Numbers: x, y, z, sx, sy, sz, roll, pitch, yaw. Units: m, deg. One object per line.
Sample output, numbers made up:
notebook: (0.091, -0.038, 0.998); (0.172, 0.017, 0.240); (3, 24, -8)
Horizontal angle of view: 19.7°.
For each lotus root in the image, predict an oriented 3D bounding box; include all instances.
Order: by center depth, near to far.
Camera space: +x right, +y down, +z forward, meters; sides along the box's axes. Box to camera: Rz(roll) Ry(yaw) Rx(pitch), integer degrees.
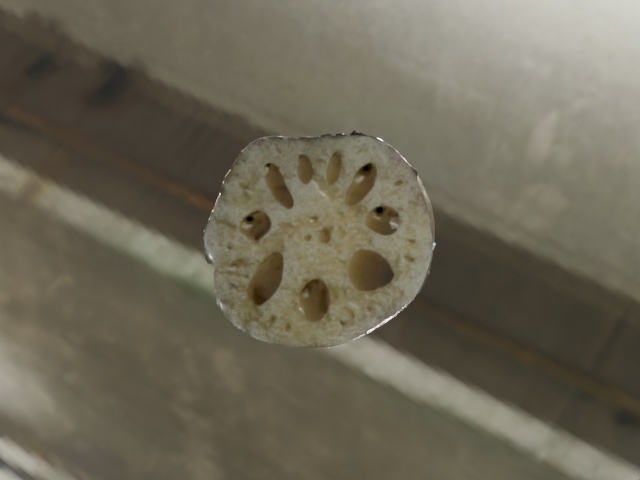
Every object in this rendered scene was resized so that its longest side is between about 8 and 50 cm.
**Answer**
lotus root: (0.000, 0.003, 0.992); (0.122, 0.112, 0.081); (-1, -7, 0)
